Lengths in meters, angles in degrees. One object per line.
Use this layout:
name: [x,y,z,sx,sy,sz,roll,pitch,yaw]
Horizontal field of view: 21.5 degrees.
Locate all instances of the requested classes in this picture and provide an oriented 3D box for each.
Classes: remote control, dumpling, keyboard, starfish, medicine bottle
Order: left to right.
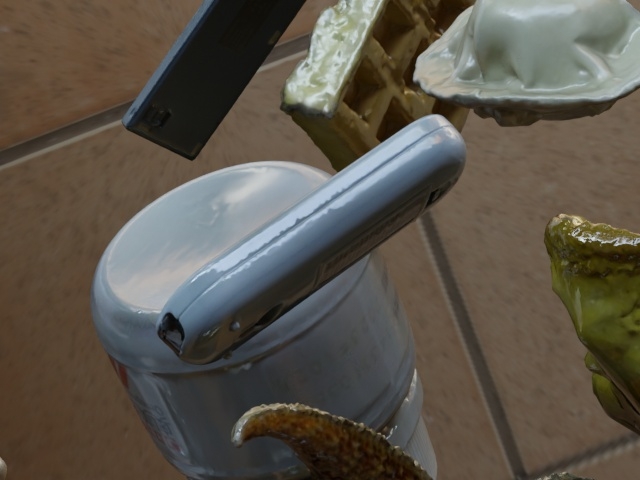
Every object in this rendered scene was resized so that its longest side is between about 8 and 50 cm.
keyboard: [-0.043,-0.126,0.948,0.055,0.014,0.176,26,105,-40]
medicine bottle: [-0.037,0.113,1.449,0.245,0.245,0.306,-24,122,-1]
remote control: [0.000,0.000,1.070,0.244,0.087,0.047,-35,76,-23]
starfish: [0.026,0.130,0.619,0.238,0.057,0.213,-21,128,-24]
dumpling: [0.064,-0.052,0.505,0.076,0.052,0.057,35,75,19]

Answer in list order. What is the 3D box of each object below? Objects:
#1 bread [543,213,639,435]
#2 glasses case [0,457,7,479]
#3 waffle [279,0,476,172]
bread: [0.179,0.053,0.681,0.161,0.233,0.088,26,94,23]
glasses case: [-0.350,0.246,1.425,0.050,0.083,0.196,42,67,11]
waffle: [0.074,-0.159,1.323,0.055,0.221,0.248,20,79,27]
